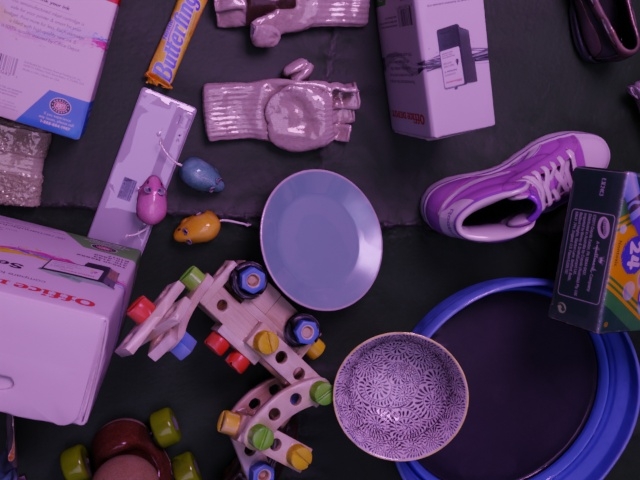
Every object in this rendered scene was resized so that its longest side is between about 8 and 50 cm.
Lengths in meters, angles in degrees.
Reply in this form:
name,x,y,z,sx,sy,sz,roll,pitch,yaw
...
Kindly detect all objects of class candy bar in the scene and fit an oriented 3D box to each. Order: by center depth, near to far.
name,x,y,z,sx,sy,sz,roll,pitch,yaw
candy bar,-0.170,-0.262,0.875,0.040,0.018,0.161,23,96,-16

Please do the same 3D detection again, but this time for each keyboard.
name,x,y,z,sx,sy,sz,roll,pitch,yaw
keyboard,-0.237,-0.062,0.912,0.072,0.014,0.256,21,97,-11

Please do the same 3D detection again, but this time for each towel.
name,x,y,z,sx,sy,sz,roll,pitch,yaw
towel,-0.406,-0.098,0.856,0.148,0.027,0.110,11,101,-15

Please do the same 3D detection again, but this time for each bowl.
name,x,y,z,sx,sy,sz,roll,pitch,yaw
bowl,0.102,0.192,0.934,0.170,0.080,0.170,0,97,2
bowl,0.281,0.238,1.061,0.391,0.077,0.391,-3,104,-11

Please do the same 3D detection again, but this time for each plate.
name,x,y,z,sx,sy,sz,roll,pitch,yaw
plate,0.000,0.000,0.941,0.188,0.024,0.188,6,78,-31

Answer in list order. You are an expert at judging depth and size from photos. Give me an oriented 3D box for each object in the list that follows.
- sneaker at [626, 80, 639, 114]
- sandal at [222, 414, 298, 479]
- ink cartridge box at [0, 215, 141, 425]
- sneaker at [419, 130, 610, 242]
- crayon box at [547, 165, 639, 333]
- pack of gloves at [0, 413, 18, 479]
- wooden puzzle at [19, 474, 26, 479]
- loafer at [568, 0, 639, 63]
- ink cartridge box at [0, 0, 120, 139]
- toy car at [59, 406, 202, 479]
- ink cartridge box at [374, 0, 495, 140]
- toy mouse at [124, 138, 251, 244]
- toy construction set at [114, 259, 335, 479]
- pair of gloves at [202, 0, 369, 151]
name,x,y,z,sx,sy,sz,roll,pitch,yaw
sneaker,0.550,-0.267,0.986,0.115,0.105,0.281,42,92,-18
sandal,-0.106,0.333,1.013,0.090,0.060,0.219,28,81,-18
ink cartridge box,-0.319,0.070,0.777,0.201,0.278,0.117,15,100,-11
sneaker,0.289,-0.062,0.950,0.282,0.161,0.102,-24,105,-7
crayon box,0.462,0.016,0.981,0.323,0.083,0.203,2,99,-36
pack of gloves,-0.378,0.222,0.830,0.046,0.232,0.195,-4,102,-23
wooden puzzle,-0.428,0.348,0.968,0.083,0.006,0.049,-42,108,-1
loafer,0.361,-0.363,0.932,0.096,0.084,0.267,-25,107,-5
ink cartridge box,-0.308,-0.247,0.816,0.134,0.078,0.231,17,99,-16
toy car,-0.241,0.326,0.908,0.155,0.188,0.149,-23,107,-6
ink cartridge box,0.135,-0.237,0.878,0.087,0.153,0.208,-12,106,-11
toy mouse,-0.177,-0.058,0.901,0.161,0.031,0.143,-18,110,-13
toy construction set,-0.109,0.151,0.906,0.215,0.151,0.327,-50,123,-16
pair of gloves,-0.041,-0.232,0.898,0.204,0.042,0.240,4,103,-13
